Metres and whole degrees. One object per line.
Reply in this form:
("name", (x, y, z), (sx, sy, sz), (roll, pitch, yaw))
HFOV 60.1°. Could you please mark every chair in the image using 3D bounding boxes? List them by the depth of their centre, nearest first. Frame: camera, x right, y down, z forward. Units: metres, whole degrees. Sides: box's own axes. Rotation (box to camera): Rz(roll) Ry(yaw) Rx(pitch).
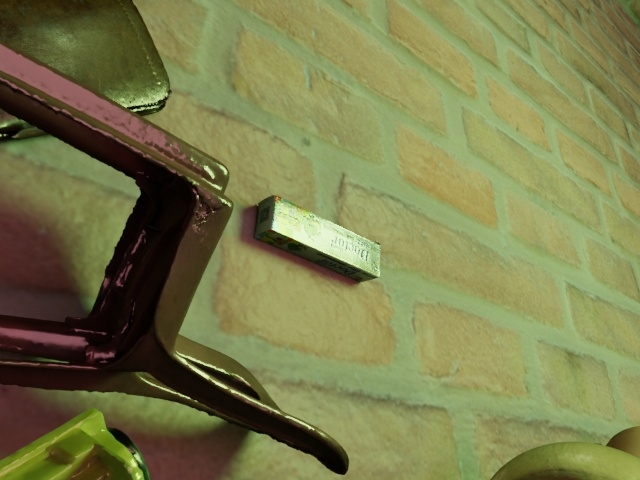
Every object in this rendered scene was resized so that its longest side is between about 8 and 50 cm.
("chair", (-0.104, 0.032, 0.386), (0.326, 0.175, 0.183), (25, 84, -32))

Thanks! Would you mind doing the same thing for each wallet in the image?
("wallet", (-0.247, -0.150, 0.463), (0.255, 0.031, 0.137), (-27, 90, -47))

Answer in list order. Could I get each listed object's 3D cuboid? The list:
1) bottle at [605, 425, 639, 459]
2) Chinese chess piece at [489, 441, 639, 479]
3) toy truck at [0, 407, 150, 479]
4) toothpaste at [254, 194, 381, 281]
("bottle", (0.441, 0.414, 0.753), (0.296, 0.173, 0.207), (-24, 121, -48))
("Chinese chess piece", (0.279, 0.336, 0.567), (0.103, 0.249, 0.250), (-2, 71, -56))
("toy truck", (-0.112, 0.234, 0.272), (0.128, 0.135, 0.260), (-26, 123, -48))
("toothpaste", (0.000, 0.000, 0.624), (0.164, 0.034, 0.046), (24, 58, -34))
